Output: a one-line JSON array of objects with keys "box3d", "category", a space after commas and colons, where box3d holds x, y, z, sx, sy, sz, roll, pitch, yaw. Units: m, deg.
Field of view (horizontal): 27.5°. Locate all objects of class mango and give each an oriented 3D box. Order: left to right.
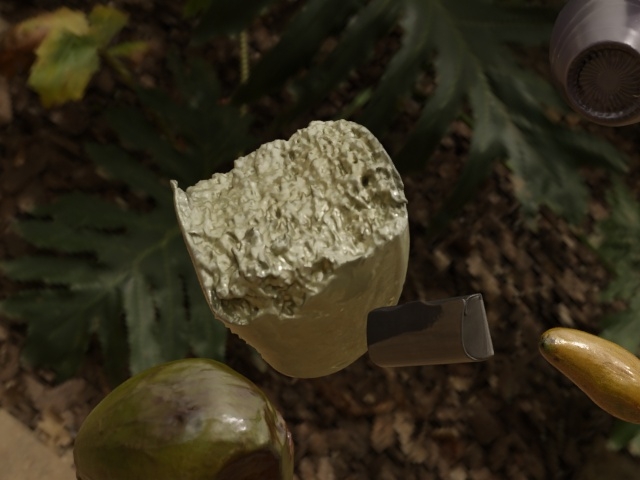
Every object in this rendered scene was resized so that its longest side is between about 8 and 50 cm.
[{"box3d": [0.368, 0.173, 1.690, 0.190, 0.075, 0.098, 31, 20, 9], "category": "mango"}]

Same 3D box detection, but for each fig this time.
[{"box3d": [-0.102, 0.160, 0.989, 0.166, 0.144, 0.154, 8, 20, 11], "category": "fig"}]

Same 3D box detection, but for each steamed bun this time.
[{"box3d": [0.000, 0.000, 1.633, 0.273, 0.272, 0.290, 51, 20, -39], "category": "steamed bun"}]

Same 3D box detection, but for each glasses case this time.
[{"box3d": [0.116, 0.101, 1.434, 0.042, 0.190, 0.072, -5, 86, -30], "category": "glasses case"}]

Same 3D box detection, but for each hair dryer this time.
[{"box3d": [0.309, -0.283, 1.096, 0.121, 0.361, 0.301, 25, 31, 7], "category": "hair dryer"}]
